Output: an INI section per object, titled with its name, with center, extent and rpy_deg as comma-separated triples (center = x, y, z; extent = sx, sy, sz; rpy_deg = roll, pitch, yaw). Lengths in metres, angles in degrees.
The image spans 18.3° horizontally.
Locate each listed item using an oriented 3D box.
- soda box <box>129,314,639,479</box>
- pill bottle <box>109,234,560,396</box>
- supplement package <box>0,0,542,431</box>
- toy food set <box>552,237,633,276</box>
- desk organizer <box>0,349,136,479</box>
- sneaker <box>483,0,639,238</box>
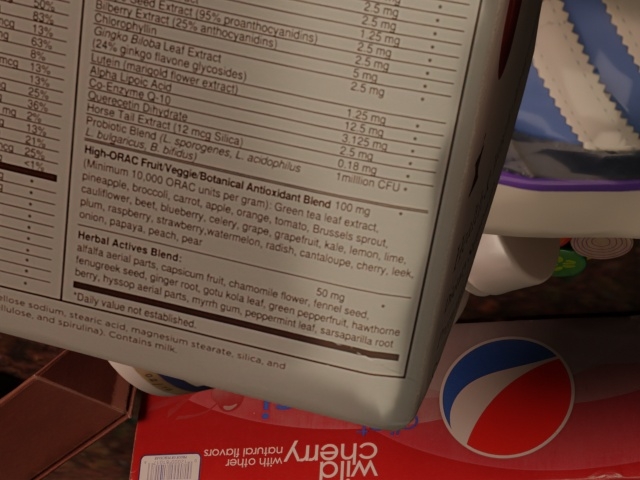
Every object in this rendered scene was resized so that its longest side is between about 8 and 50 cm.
[soda box]
center = 0.052, 0.094, 0.908
extent = 0.263, 0.083, 0.092
rpy_deg = -3, 147, 14
[pill bottle]
center = 0.000, 0.000, 0.754
extent = 0.169, 0.094, 0.094
rpy_deg = -14, 143, 28
[supplement package]
center = -0.017, -0.110, 0.412
extent = 0.149, 0.194, 0.203
rpy_deg = 13, 124, 6
[toy food set]
center = 0.100, -0.016, 0.784
extent = 0.082, 0.020, 0.083
rpy_deg = 30, 140, -34
[desk organizer]
center = -0.138, 0.077, 0.942
extent = 0.050, 0.047, 0.130
rpy_deg = 25, 143, -25
[sneaker]
center = 0.109, -0.116, 0.558
extent = 0.323, 0.130, 0.236
rpy_deg = 12, 131, 11
